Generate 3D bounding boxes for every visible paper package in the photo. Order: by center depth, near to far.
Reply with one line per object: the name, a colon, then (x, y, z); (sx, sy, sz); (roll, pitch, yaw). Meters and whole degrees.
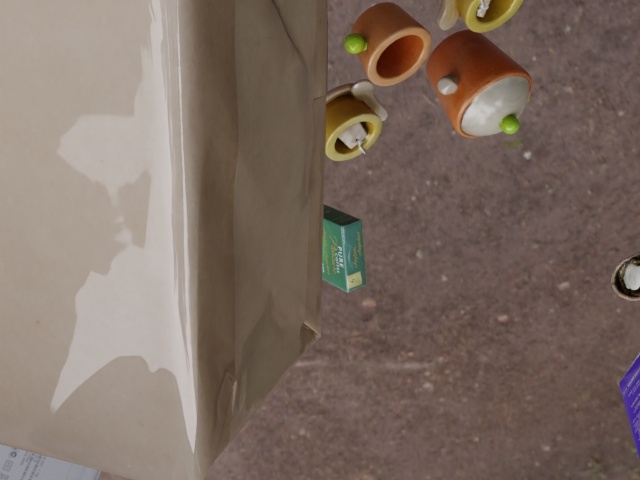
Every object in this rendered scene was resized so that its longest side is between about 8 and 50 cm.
paper package: (-0.173, -0.058, 0.491); (0.325, 0.168, 0.309); (9, 113, 20)

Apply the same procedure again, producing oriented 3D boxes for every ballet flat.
ballet flat: (0.528, 0.034, 1.306); (0.106, 0.107, 0.316); (-6, 163, -15)

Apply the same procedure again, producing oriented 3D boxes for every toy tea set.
toy tea set: (0.086, -0.144, 0.908); (0.336, 0.124, 0.200); (-27, 151, -8)

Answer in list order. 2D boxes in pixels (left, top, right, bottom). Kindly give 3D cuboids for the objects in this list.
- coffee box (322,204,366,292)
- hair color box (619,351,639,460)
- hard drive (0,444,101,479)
coffee box: (0.000, 0.000, 1.403); (0.040, 0.184, 0.113); (-19, 115, -30)
hair color box: (0.606, 0.333, 1.418); (0.185, 0.338, 0.110); (17, 123, -5)
hard drive: (-0.462, 0.258, 1.187); (0.353, 0.233, 0.047); (19, 157, 0)
